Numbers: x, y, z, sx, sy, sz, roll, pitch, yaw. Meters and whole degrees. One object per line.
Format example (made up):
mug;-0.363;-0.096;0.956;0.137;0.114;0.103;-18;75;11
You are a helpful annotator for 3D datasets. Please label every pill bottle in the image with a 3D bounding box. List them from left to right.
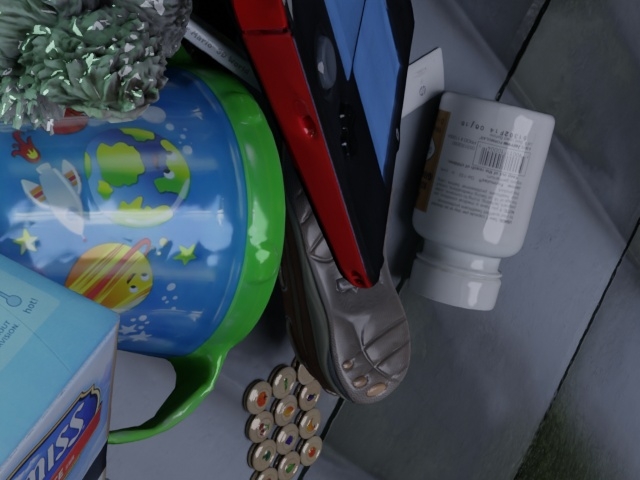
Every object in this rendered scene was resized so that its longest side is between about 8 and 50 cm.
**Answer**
pill bottle;0.174;-0.044;1.385;0.131;0.131;0.229;3;103;-51

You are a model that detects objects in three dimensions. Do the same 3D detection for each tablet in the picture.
tablet;0.110;-0.173;1.352;0.083;0.006;0.054;-35;131;-36

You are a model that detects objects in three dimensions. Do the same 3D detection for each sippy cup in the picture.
sippy cup;-0.181;-0.020;0.904;0.224;0.305;0.240;-3;137;-39

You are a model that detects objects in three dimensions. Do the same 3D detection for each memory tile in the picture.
memory tile;-0.038;0.200;1.331;0.113;0.012;0.148;-28;125;-41

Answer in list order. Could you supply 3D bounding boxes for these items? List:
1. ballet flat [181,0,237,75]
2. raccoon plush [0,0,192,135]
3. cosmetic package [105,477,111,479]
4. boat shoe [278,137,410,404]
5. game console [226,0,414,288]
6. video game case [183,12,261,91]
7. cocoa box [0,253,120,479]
ballet flat;-0.101;-0.186;1.058;0.084;0.058;0.250;-1;102;-28
raccoon plush;-0.273;-0.151;0.634;0.446;0.299;0.216;-6;101;-49
cosmetic package;-0.207;0.275;1.119;0.041;0.060;0.115;-17;117;-46
boat shoe;0.000;0.000;1.212;0.123;0.116;0.324;-7;93;-33
game console;0.022;-0.205;1.046;0.387;0.060;0.342;-79;154;-43
video game case;-0.117;-0.178;0.944;0.166;0.119;0.015;33;100;-32
cocoa box;-0.301;0.169;0.694;0.347;0.231;0.228;-56;168;-42
